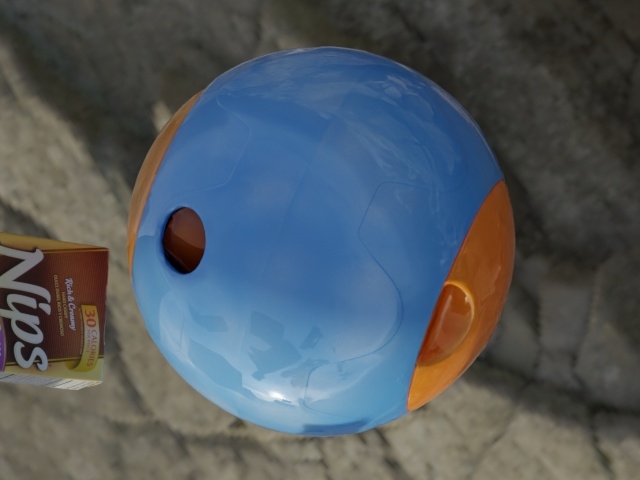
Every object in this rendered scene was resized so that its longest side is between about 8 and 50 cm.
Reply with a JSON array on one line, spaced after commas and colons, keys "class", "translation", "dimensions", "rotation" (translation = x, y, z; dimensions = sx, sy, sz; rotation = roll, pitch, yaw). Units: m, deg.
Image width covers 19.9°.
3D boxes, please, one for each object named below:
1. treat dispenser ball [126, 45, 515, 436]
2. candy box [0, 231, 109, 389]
[{"class": "treat dispenser ball", "translation": [0.000, 0.000, 1.351], "dimensions": [0.288, 0.288, 0.288], "rotation": [24, 131, 31]}, {"class": "candy box", "translation": [-0.256, 0.049, 1.382], "dimensions": [0.053, 0.186, 0.109], "rotation": [-20, 66, 56]}]
